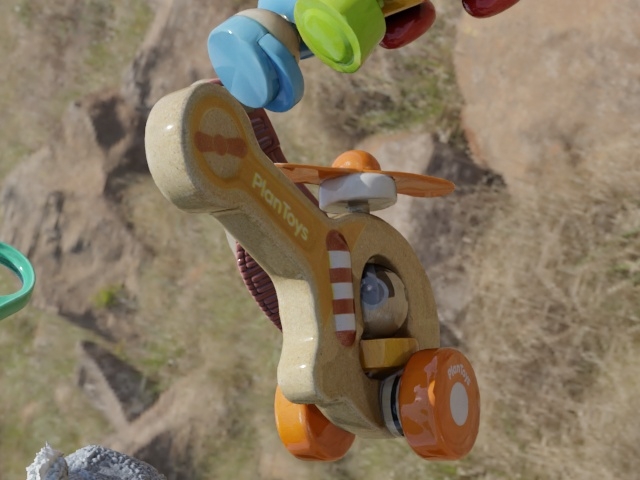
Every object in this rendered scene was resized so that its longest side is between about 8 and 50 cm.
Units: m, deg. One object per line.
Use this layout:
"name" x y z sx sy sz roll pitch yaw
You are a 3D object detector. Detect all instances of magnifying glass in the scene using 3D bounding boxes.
"magnifying glass" -0.310 0.063 1.002 0.231 0.092 0.026 -87 21 -60

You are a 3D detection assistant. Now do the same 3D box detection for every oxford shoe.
"oxford shoe" -0.069 -0.043 1.403 0.130 0.123 0.348 -137 25 -70

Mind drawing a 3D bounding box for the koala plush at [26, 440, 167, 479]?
"koala plush" -0.186 0.247 0.917 0.203 0.196 0.221 -46 -2 -26

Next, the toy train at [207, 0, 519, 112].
"toy train" 0.046 -0.143 0.608 0.143 0.105 0.248 -44 19 -27

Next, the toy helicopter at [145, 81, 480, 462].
"toy helicopter" 0.000 0.000 0.834 0.140 0.355 0.235 -7 53 32
